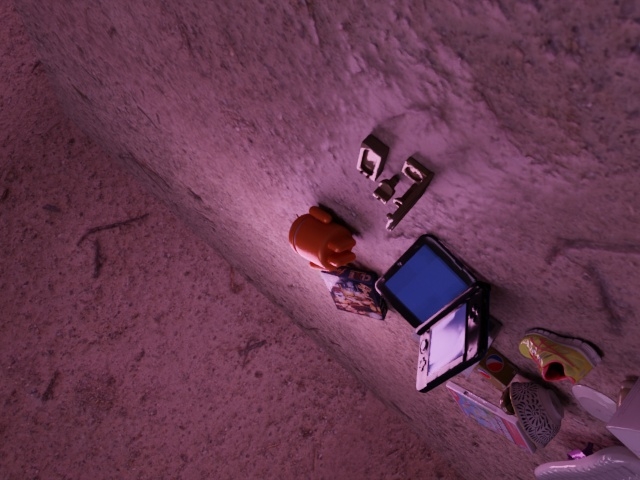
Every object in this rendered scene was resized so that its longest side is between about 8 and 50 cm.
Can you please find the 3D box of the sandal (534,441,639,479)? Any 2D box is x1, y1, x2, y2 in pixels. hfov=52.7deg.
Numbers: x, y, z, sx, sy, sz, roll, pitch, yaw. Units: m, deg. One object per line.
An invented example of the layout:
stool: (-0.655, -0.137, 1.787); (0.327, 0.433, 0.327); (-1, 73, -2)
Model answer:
sandal: (0.712, 0.575, 1.659); (0.169, 0.102, 0.416); (28, 151, -4)

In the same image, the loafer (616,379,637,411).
loafer: (0.669, 0.389, 1.277); (0.268, 0.092, 0.102); (45, 163, -9)

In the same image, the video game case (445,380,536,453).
video game case: (0.559, 0.580, 2.126); (0.285, 0.025, 0.204); (23, 155, 49)

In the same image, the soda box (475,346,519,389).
soda box: (0.421, 0.305, 1.683); (0.181, 0.061, 0.058); (39, 164, 12)

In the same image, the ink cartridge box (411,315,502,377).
ink cartridge box: (0.335, 0.226, 1.623); (0.189, 0.066, 0.232); (36, 154, 19)

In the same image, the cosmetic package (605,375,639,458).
cosmetic package: (0.633, 0.326, 1.101); (0.183, 0.151, 0.151); (43, 164, 1)

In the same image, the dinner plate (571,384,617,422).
dinner plate: (0.635, 0.381, 1.472); (0.141, 0.017, 0.141); (36, 162, 14)

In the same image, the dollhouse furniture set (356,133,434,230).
dollhouse furniture set: (0.111, -0.103, 1.259); (0.151, 0.123, 0.144); (39, 163, 11)

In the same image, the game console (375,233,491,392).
game console: (0.237, 0.173, 1.467); (0.173, 0.250, 0.293); (19, 146, -11)

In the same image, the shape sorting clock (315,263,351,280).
shape sorting clock: (0.055, 0.104, 2.045); (0.206, 0.040, 0.206); (31, 159, 13)

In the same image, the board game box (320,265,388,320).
board game box: (0.107, 0.157, 1.974); (0.165, 0.042, 0.243); (12, 152, 23)

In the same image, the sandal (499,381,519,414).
sandal: (0.489, 0.409, 1.654); (0.180, 0.049, 0.072); (-2, -116, -55)

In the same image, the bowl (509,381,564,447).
bowl: (0.547, 0.417, 1.596); (0.080, 0.170, 0.170); (-32, 111, 27)

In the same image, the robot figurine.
robot figurine: (0.000, 0.002, 1.764); (0.219, 0.128, 0.158); (27, 164, 43)

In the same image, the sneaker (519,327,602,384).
sneaker: (0.479, 0.248, 1.353); (0.081, 0.094, 0.208); (44, 165, -13)
